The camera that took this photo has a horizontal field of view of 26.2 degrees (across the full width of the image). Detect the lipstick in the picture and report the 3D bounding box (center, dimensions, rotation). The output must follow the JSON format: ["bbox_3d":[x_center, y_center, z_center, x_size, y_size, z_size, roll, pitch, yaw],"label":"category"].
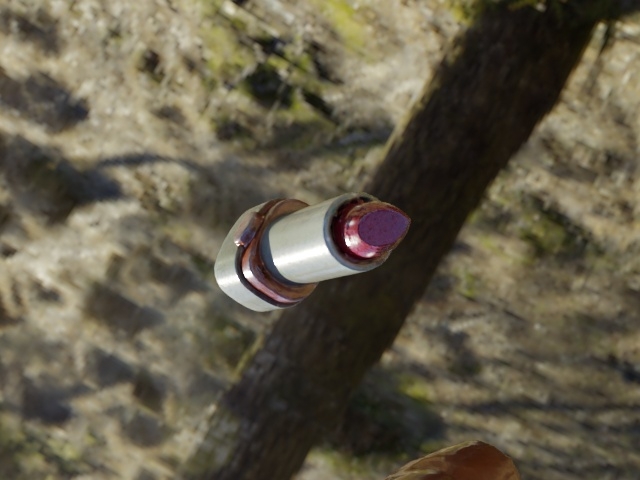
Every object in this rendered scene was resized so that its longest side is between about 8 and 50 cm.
[{"bbox_3d":[-0.001,-0.001,0.765,0.057,0.063,0.186,34,161,-16],"label":"lipstick"}]

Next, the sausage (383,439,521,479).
[{"bbox_3d":[-0.025,0.201,0.637,0.094,0.419,0.094,-27,87,42],"label":"sausage"}]
